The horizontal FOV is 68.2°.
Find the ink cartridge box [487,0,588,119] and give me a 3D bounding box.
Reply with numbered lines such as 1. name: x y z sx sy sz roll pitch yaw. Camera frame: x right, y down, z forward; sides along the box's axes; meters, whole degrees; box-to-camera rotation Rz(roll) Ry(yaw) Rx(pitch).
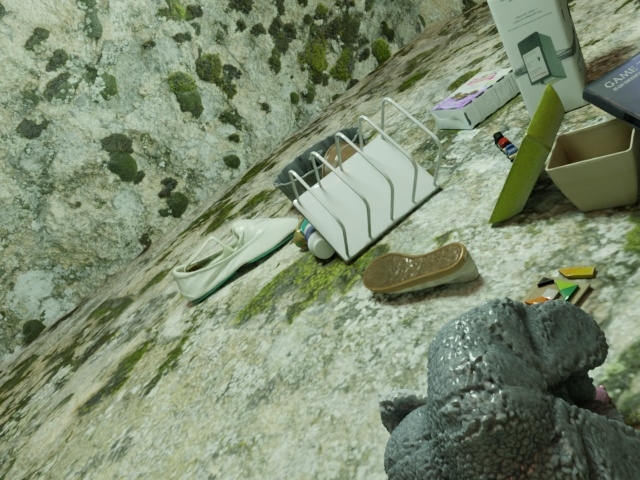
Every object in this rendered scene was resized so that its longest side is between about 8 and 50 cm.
1. ink cartridge box: 0.489 -0.443 1.040 0.121 0.289 0.211 -14 29 37

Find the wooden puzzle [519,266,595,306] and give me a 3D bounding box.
1. wooden puzzle: 0.296 0.070 0.606 0.116 0.014 0.078 -45 23 -25

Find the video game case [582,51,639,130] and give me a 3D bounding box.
1. video game case: 0.522 -0.180 0.604 0.196 0.026 0.274 -33 49 -3

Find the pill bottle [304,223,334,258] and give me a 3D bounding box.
1. pill bottle: 0.000 0.000 1.120 0.067 0.067 0.120 -33 21 3

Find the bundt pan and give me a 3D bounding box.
1. bundt pan: 0.017 -0.223 1.494 0.330 0.124 0.331 -30 22 13

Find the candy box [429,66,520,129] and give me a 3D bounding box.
1. candy box: 0.432 -0.393 1.315 0.196 0.070 0.165 -38 21 -7

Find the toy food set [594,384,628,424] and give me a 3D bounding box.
1. toy food set: 0.245 0.161 0.478 0.077 0.019 0.122 -33 21 5

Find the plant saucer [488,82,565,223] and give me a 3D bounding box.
1. plant saucer: 0.356 -0.140 0.803 0.045 0.189 0.188 23 50 18

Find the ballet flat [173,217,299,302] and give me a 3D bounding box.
1. ballet flat: -0.248 0.023 1.352 0.400 0.139 0.139 -35 21 -1

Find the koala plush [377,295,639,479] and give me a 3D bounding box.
1. koala plush: 0.131 0.174 0.408 0.221 0.203 0.196 -52 37 39

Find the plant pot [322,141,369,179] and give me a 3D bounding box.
1. plant pot: 0.120 -0.179 1.221 0.165 0.167 0.167 5 43 46

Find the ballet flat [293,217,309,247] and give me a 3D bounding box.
1. ballet flat: -0.008 -0.066 1.274 0.232 0.080 0.073 -51 -4 -41

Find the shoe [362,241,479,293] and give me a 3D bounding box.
1. shoe: 0.160 0.057 0.791 0.219 0.058 0.077 -16 48 48

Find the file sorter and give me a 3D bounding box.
1. file sorter: 0.094 -0.132 1.003 0.277 0.193 0.173 -39 -23 -10

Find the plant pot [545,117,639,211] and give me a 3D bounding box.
1. plant pot: 0.412 -0.105 0.693 0.109 0.096 0.109 -12 30 46

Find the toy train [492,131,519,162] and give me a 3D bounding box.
1. toy train: 0.397 -0.202 1.007 0.027 0.036 0.158 -28 22 17
